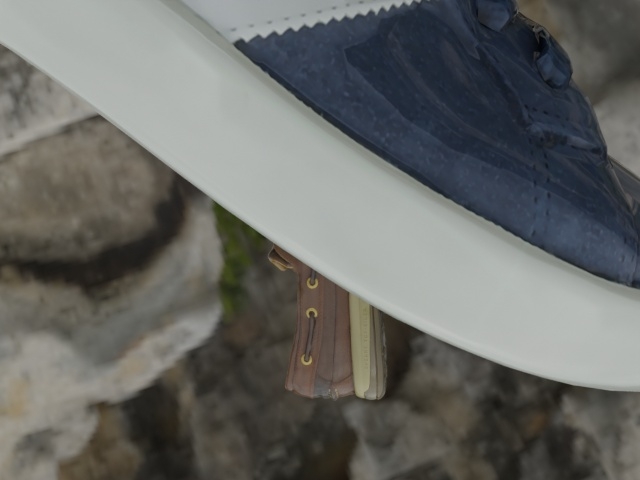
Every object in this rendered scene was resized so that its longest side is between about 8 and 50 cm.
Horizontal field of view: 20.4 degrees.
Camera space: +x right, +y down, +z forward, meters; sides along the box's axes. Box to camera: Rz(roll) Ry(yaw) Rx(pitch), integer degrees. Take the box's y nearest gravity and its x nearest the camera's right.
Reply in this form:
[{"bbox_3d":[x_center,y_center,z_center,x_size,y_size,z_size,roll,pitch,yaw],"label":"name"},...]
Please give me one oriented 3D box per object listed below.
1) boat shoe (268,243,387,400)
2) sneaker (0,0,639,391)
[{"bbox_3d":[0.000,0.000,0.972,0.060,0.178,0.064,-5,177,4],"label":"boat shoe"},{"bbox_3d":[-0.022,-0.101,0.365,0.350,0.131,0.148,33,94,-20],"label":"sneaker"}]
